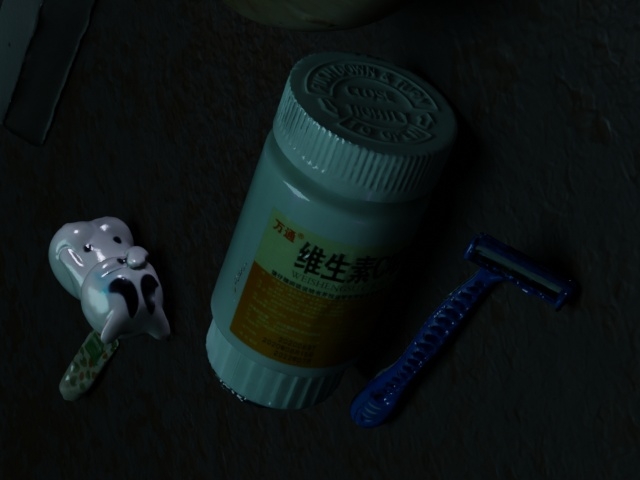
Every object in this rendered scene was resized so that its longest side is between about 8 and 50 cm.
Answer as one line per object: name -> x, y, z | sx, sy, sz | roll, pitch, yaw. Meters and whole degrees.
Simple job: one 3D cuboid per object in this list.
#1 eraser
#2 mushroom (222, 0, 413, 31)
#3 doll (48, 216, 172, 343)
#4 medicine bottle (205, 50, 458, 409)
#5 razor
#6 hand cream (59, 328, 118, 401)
eraser -> -0.379, -0.275, 1.922 | 0.352, 0.077, 0.111 | -60, 45, 43
mushroom -> -0.025, -0.349, 1.165 | 0.362, 0.294, 0.362 | 9, 101, 55
doll -> -0.260, 0.046, 1.763 | 0.181, 0.110, 0.107 | 44, 131, 42
medicine bottle -> 0.000, 0.000, 1.313 | 0.158, 0.158, 0.318 | 55, 137, 36
razor -> 0.107, 0.084, 1.268 | 0.324, 0.093, 0.056 | -52, 13, 52
hand cream -> -0.314, 0.165, 1.942 | 0.165, 0.037, 0.057 | -54, 52, 38
